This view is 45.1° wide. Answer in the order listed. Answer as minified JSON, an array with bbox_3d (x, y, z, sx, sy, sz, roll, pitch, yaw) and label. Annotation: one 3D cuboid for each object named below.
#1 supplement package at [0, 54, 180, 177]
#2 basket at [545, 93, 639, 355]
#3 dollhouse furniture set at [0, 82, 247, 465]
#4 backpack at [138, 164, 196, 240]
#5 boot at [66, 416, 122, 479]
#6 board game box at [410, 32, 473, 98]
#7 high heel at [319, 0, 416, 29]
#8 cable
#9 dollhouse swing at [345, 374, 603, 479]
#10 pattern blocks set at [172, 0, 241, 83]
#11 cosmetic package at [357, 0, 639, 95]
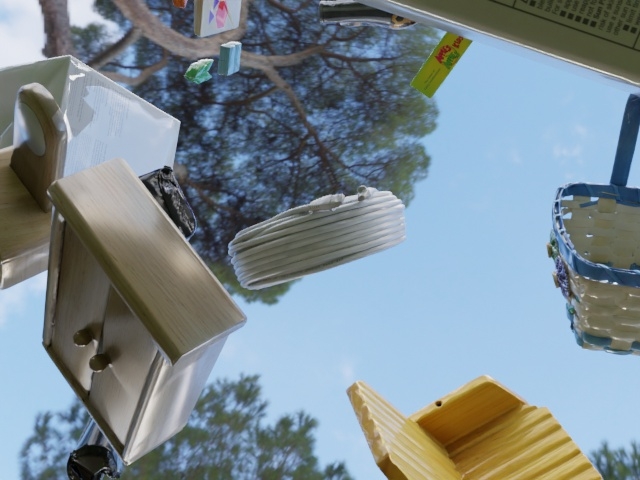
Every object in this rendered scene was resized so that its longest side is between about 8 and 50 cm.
[{"bbox_3d":[-0.402,-0.147,1.271,0.198,0.263,0.199,0,-104,29],"label":"supplement package"},{"bbox_3d":[0.390,-0.015,0.943,0.201,0.254,0.288,9,-62,4],"label":"basket"},{"bbox_3d":[-0.233,0.098,0.365,0.303,0.356,0.173,50,-37,16],"label":"dollhouse furniture set"},{"bbox_3d":[-0.237,-0.031,1.099,0.114,0.105,0.084,57,-36,10],"label":"backpack"},{"bbox_3d":[-0.330,0.284,1.296,0.094,0.207,0.246,29,-60,-13],"label":"boot"},{"bbox_3d":[0.217,-0.319,1.218,0.043,0.092,0.181,36,-47,0],"label":"board game box"},{"bbox_3d":[0.115,-0.407,1.292,0.186,0.261,0.093,1,-60,14],"label":"high heel"},{"bbox_3d":[0.000,0.000,1.092,0.257,0.257,0.089,-19,-93,27],"label":"cable"},{"bbox_3d":[0.269,0.346,1.363,0.315,0.347,0.305,-30,-65,2],"label":"dollhouse swing"},{"bbox_3d":[-0.141,-0.385,1.078,0.026,0.285,0.324,15,-74,13],"label":"pattern blocks set"},{"bbox_3d":[0.148,-0.182,0.445,0.310,0.113,0.160,18,-76,-3],"label":"cosmetic package"}]
